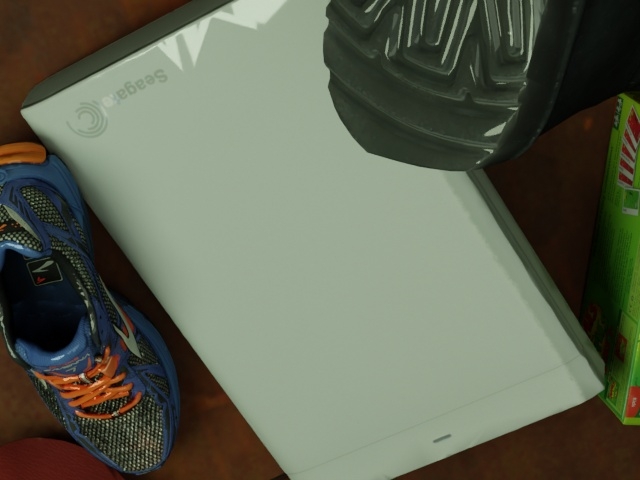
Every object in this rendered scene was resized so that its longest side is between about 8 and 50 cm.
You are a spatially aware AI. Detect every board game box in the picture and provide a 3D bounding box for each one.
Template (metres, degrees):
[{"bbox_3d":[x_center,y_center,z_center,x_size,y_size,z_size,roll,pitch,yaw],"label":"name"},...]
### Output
[{"bbox_3d":[0.198,0.009,1.145,0.043,0.092,0.181,3,107,-14],"label":"board game box"}]

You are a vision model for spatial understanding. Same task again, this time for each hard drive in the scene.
[{"bbox_3d":[0.000,0.000,1.086,0.203,0.040,0.307,-25,115,22],"label":"hard drive"}]

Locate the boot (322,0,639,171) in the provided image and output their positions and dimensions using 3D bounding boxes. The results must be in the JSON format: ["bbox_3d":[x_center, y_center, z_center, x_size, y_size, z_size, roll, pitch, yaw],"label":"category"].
[{"bbox_3d":[0.201,-0.239,0.903,0.445,0.146,0.367,-19,135,-47],"label":"boot"}]

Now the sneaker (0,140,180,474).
[{"bbox_3d":[-0.143,0.055,1.071,0.083,0.087,0.221,-22,123,8],"label":"sneaker"}]

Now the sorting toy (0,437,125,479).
[{"bbox_3d":[-0.282,0.149,1.093,0.365,0.127,0.126,25,130,-17],"label":"sorting toy"}]
